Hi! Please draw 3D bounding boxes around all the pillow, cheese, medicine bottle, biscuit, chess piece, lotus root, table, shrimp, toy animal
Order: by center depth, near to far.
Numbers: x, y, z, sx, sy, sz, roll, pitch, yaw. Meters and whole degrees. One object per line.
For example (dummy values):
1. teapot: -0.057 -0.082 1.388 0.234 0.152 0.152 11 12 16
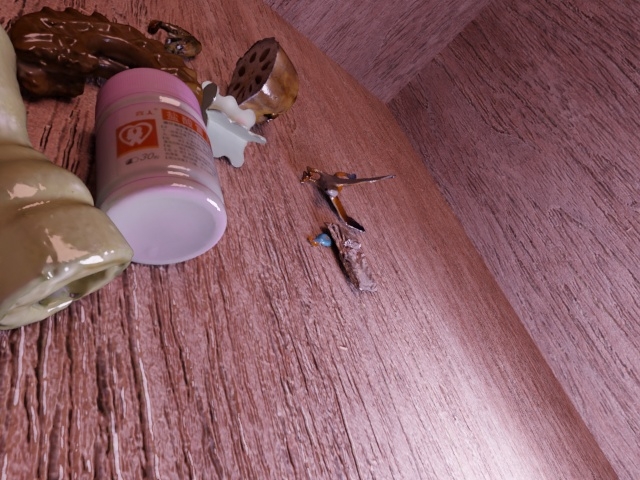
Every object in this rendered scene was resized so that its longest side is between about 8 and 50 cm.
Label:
1. chess piece: -0.434 -0.113 0.510 0.442 0.234 0.234 56 28 2
2. medicine bottle: -0.293 -0.137 0.742 0.202 0.202 0.316 18 41 -45
3. biscuit: -0.437 -0.369 0.873 0.366 0.115 0.268 10 42 -37
4. table: -0.252 -0.296 1.068 0.198 0.166 0.167 21 38 -55
5. cheese: 0.001 -0.001 1.204 0.047 0.017 0.111 54 27 16
6. pillow: 0.100 0.046 1.254 0.135 0.049 0.248 21 40 -56
7. shrimp: -0.464 -0.642 1.295 0.173 0.058 0.253 35 26 -9
8. lotus root: -0.174 -0.489 1.331 0.192 0.272 0.272 37 28 -43
9. toy animal: 0.062 -0.212 1.453 0.302 0.225 0.284 16 22 -30
